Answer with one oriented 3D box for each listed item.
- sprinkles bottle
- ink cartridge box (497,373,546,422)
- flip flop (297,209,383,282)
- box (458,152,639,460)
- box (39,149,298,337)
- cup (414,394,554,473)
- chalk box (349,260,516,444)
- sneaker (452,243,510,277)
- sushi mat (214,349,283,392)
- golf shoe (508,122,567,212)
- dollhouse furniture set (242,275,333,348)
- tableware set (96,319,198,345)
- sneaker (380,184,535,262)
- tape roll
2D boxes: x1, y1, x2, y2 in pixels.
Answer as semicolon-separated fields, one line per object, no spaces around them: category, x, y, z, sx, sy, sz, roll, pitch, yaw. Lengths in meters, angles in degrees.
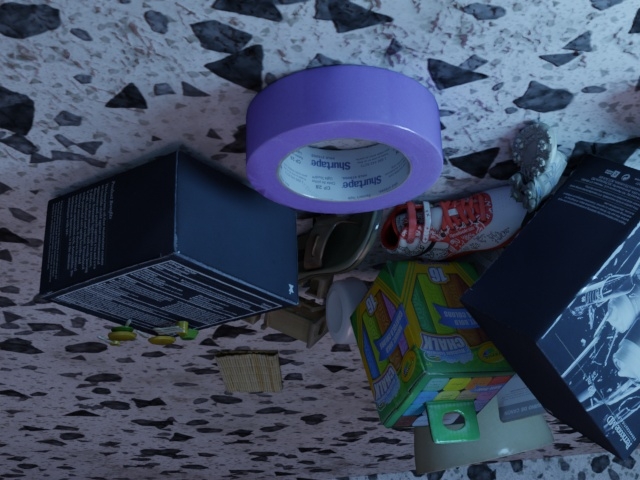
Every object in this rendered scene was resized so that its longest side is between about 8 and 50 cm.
sprinkles bottle;0.193;0.130;1.955;0.356;0.121;0.121;-1;157;-20
ink cartridge box;0.495;0.210;2.016;0.309;0.271;0.130;-22;148;40
flip flop;0.000;0.000;1.746;0.080;0.112;0.277;34;145;-31
box;0.440;0.105;1.578;0.343;0.312;0.179;48;171;-35
box;-0.235;0.018;1.654;0.294;0.182;0.296;-16;154;32
cup;0.362;0.399;2.432;0.331;0.236;0.331;-12;169;-2
chalk box;0.192;0.199;1.718;0.180;0.289;0.179;1;141;-25
sneaker;0.328;0.040;1.816;0.105;0.115;0.281;19;149;-38
sushi mat;-0.174;0.330;2.557;0.152;0.019;0.316;-1;156;0
golf shoe;0.334;-0.124;1.541;0.086;0.069;0.176;-32;152;-20
dollhouse furniture set;-0.064;0.092;2.005;0.182;0.101;0.160;21;117;19
tableware set;-0.287;0.154;1.716;0.154;0.024;0.104;-9;159;13
sneaker;0.215;-0.030;1.684;0.145;0.090;0.270;12;155;-33
tape roll;0.032;-0.135;1.444;0.275;0.090;0.275;-2;155;-1
